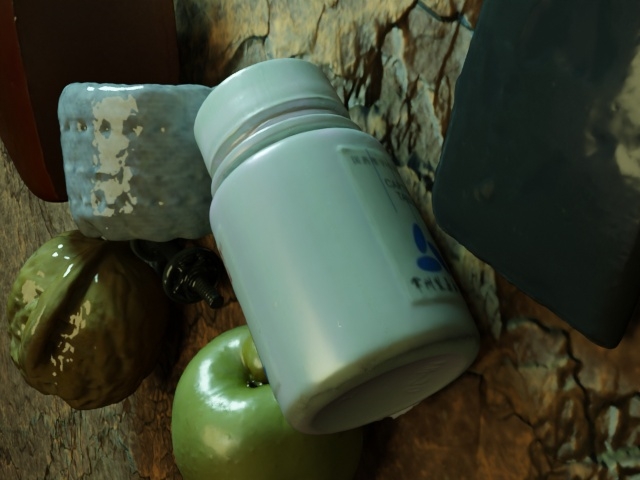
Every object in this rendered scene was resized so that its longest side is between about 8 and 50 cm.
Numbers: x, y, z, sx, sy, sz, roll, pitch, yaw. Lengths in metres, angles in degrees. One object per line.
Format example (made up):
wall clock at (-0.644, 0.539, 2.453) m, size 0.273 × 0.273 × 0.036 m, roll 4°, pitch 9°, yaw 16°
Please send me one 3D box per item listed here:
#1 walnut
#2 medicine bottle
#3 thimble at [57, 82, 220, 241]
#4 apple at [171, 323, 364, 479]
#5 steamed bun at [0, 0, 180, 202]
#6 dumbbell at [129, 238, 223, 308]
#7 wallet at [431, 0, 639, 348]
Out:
walnut at (-0.324, 0.105, 1.181) m, size 0.224 × 0.257 × 0.257 m, roll 30°, pitch 125°, yaw 14°
medicine bottle at (0.000, 0.000, 0.704) m, size 0.170 × 0.170 × 0.293 m, roll -54°, pitch 53°, yaw 46°
thimble at (-0.165, -0.088, 0.898) m, size 0.245 × 0.217 × 0.157 m, roll -137°, pitch 48°, yaw -76°
apple at (-0.049, 0.178, 0.794) m, size 0.200 × 0.200 × 0.200 m, roll 13°, pitch 106°, yaw 55°
steamed bun at (-0.310, -0.252, 1.048) m, size 0.248 × 0.235 × 0.379 m, roll 37°, pitch 138°, yaw 46°
dumbbell at (-0.187, 0.017, 1.072) m, size 0.254 × 0.081 × 0.081 m, roll 40°, pitch 127°, yaw 46°
wallet at (0.176, -0.126, 0.527) m, size 0.197 × 0.051 × 0.377 m, roll 42°, pitch 129°, yaw 42°
